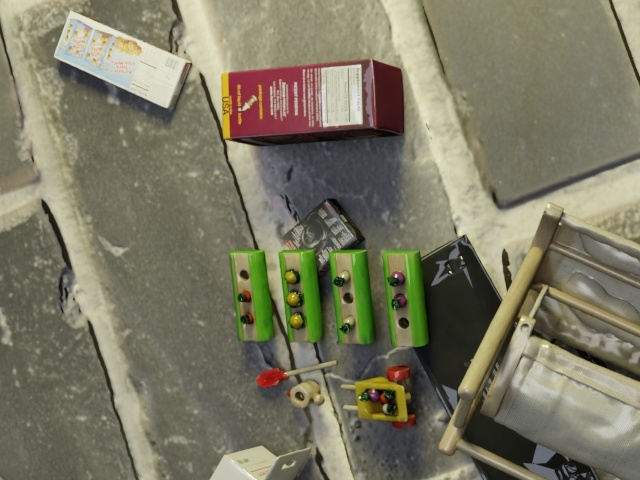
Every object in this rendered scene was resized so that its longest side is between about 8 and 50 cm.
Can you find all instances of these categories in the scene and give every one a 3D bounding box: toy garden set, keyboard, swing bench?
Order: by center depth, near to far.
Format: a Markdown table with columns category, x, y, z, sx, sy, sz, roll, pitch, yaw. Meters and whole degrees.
| category | x | y | z | sx | sy | sz | roll | pitch | yaw |
| --- | --- | --- | --- | --- | --- | --- | --- | --- | --- |
| swing bench | 0.292 | 0.136 | 1.524 | 0.253 | 0.165 | 0.255 | 25 | 62 | 10 |
| keyboard | 0.221 | 0.137 | 1.660 | 0.201 | 0.033 | 0.317 | -31 | 80 | 20 |
| toy garden set | 0.004 | 0.114 | 1.715 | 0.244 | 0.049 | 0.204 | -1 | 101 | 28 |

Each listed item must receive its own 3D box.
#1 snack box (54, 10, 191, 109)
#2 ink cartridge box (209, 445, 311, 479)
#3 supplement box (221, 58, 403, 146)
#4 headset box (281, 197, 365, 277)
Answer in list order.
| category | x | y | z | sx | sy | sz | roll | pitch | yaw |
| --- | --- | --- | --- | --- | --- | --- | --- | --- | --- |
| snack box | -0.248 | -0.225 | 1.855 | 0.178 | 0.022 | 0.064 | 25 | 100 | 20 |
| ink cartridge box | -0.094 | 0.305 | 1.747 | 0.060 | 0.104 | 0.180 | 35 | 102 | 20 |
| supplement box | -0.009 | -0.157 | 1.713 | 0.188 | 0.104 | 0.081 | -3 | 88 | 22 |
| headset box | 0.000 | 0.000 | 1.748 | 0.083 | 0.032 | 0.062 | -42 | 75 | 18 |
